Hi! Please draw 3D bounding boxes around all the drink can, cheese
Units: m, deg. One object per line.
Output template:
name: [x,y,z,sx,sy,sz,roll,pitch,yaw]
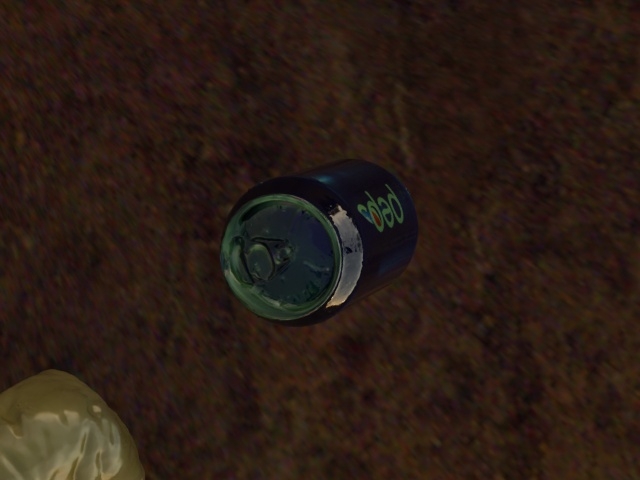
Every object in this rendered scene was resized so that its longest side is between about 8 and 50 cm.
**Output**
drink can: [0.000,0.000,1.372,0.118,0.205,0.118,2,98,16]
cheese: [-0.247,0.213,1.394,0.214,0.117,0.226,-39,148,-26]
